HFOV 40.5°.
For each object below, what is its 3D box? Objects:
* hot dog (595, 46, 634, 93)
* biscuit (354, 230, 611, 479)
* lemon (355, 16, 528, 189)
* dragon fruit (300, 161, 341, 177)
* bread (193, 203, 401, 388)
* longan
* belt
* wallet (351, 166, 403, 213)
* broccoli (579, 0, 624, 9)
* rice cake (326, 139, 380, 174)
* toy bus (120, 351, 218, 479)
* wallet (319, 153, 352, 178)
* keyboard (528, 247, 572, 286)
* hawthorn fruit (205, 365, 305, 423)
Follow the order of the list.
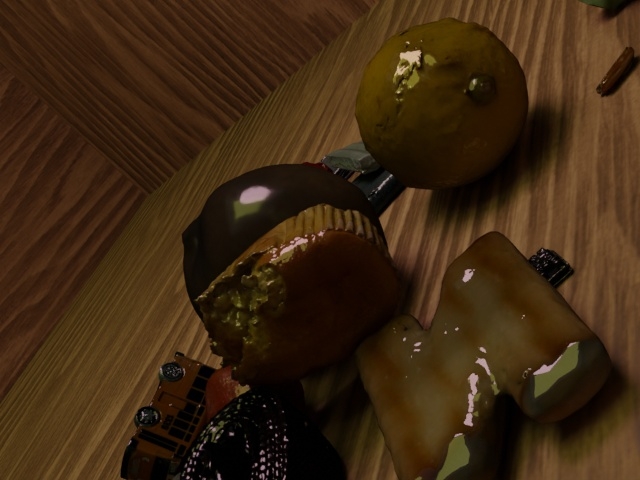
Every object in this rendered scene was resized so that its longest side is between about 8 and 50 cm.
[{"bbox_3d":[0.412,-0.235,1.203,0.083,0.021,0.037,-52,-3,-8],"label":"hot dog"},{"bbox_3d":[0.151,0.126,0.888,0.237,0.062,0.291,-44,25,9],"label":"biscuit"},{"bbox_3d":[0.176,-0.199,1.293,0.260,0.260,0.284,-45,31,2],"label":"lemon"},{"bbox_3d":[-0.019,-0.096,1.735,0.142,0.121,0.130,-19,6,26],"label":"dragon fruit"},{"bbox_3d":[-0.024,0.070,1.058,0.250,0.179,0.133,-27,20,9],"label":"bread"},{"bbox_3d":[-0.058,0.037,1.265,0.350,0.288,0.288,-39,17,46],"label":"longan"},{"bbox_3d":[-0.076,0.281,0.949,0.184,0.164,0.289,-38,21,7],"label":"belt"},{"bbox_3d":[0.000,0.000,1.586,0.379,0.046,0.190,-47,19,-5],"label":"wallet"},{"bbox_3d":[0.471,-0.485,1.321,0.270,0.270,0.270,-72,1,-54],"label":"broccoli"},{"bbox_3d":[0.116,-0.176,1.629,0.189,0.037,0.198,-23,14,-5],"label":"rice cake"},{"bbox_3d":[-0.228,0.288,1.358,0.201,0.114,0.098,-67,-2,-49],"label":"toy bus"},{"bbox_3d":[-0.014,-0.103,1.873,0.222,0.036,0.167,-50,19,-7],"label":"wallet"},{"bbox_3d":[0.185,0.093,0.995,0.231,0.023,0.072,-43,15,8],"label":"keyboard"},{"bbox_3d":[-0.083,0.224,1.157,0.138,0.133,0.133,-22,29,52],"label":"hawthorn fruit"}]
